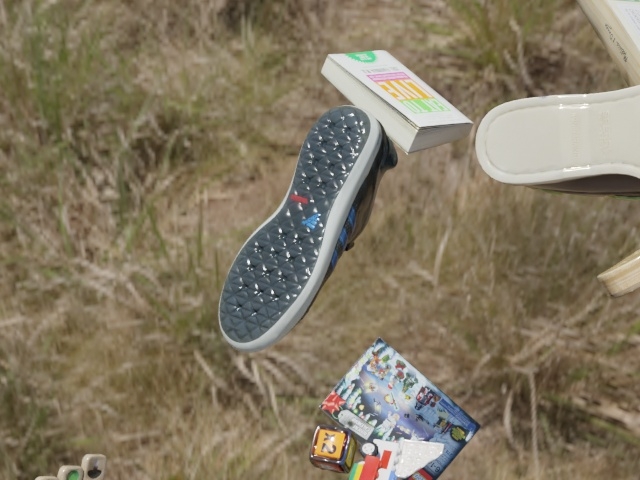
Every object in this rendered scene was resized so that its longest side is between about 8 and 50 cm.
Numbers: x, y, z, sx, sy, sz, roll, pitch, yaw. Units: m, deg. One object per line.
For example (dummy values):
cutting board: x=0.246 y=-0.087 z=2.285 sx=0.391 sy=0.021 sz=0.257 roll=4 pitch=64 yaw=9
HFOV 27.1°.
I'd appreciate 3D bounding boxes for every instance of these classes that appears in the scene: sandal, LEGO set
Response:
sandal: x=0.325 y=-0.042 z=1.117 sx=0.240 sy=0.088 sz=0.079 roll=-29 pitch=87 yaw=-12
LEGO set: x=0.017 y=0.219 z=0.784 sx=0.060 sy=0.244 sz=0.182 roll=8 pitch=8 yaw=16

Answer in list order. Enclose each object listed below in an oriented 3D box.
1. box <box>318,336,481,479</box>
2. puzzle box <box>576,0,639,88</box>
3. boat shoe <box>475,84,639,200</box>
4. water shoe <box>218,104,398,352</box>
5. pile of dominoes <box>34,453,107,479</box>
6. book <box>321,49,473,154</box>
box: x=0.079 y=0.176 z=1.326 sx=0.137 sy=0.027 sz=0.094 roll=40 pitch=83 yaw=4
puzzle box: x=0.490 y=-0.257 z=1.695 sx=0.272 sy=0.052 sz=0.409 roll=0 pitch=45 yaw=-18
boat shoe: x=0.322 y=-0.094 z=1.316 sx=0.324 sy=0.096 sz=0.117 roll=-1 pitch=85 yaw=24
water shoe: x=0.000 y=0.000 z=0.999 sx=0.073 sy=0.080 sz=0.203 roll=27 pitch=86 yaw=34
pile of dominoes: x=-0.289 y=0.340 z=1.314 sx=0.040 sy=0.196 sz=0.251 roll=11 pitch=20 yaw=38
book: x=0.082 y=-0.152 z=1.412 sx=0.096 sy=0.035 sz=0.144 roll=-14 pitch=47 yaw=-44
